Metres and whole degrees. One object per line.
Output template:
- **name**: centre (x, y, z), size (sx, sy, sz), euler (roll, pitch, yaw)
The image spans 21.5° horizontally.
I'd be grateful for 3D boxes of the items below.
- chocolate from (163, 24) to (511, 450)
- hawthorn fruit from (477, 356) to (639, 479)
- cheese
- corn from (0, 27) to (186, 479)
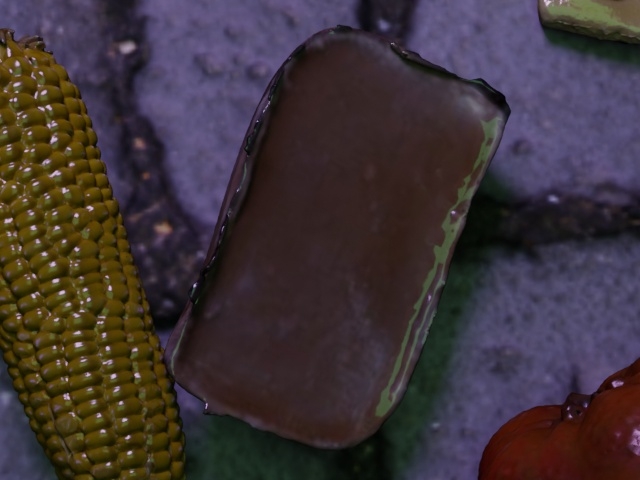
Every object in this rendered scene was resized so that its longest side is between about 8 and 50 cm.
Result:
- **chocolate**: centre (0.000, -0.001, 1.053), size (0.161, 0.083, 0.261), euler (27, 80, -19)
- **hawthorn fruit**: centre (0.214, 0.189, 0.992), size (0.207, 0.207, 0.243), euler (-33, 89, -9)
- **cheese**: centre (0.185, -0.155, 1.118), size (0.083, 0.030, 0.044), euler (11, 87, 2)
- **corn**: centre (-0.162, 0.021, 1.021), size (0.106, 0.106, 0.305), euler (-18, 86, -8)
